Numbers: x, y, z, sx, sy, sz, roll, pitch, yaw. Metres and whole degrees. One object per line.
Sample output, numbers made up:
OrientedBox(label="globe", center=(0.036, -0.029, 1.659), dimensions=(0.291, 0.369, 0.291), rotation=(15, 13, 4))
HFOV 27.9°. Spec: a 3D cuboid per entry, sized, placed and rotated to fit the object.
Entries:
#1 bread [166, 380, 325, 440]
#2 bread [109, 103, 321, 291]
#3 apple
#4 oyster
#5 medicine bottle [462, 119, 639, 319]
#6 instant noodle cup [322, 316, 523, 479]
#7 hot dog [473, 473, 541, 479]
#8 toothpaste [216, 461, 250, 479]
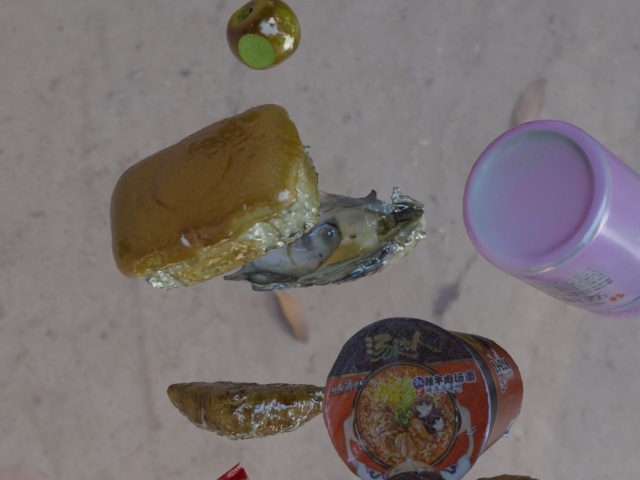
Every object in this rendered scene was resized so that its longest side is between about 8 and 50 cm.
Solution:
OrientedBox(label="bread", center=(-0.097, 0.233, 1.764), dimensions=(0.233, 0.105, 0.076), rotation=(-1, 93, 5))
OrientedBox(label="bread", center=(-0.118, -0.044, 1.434), dimensions=(0.246, 0.174, 0.121), rotation=(-20, 130, 16))
OrientedBox(label="apple", center=(-0.088, -0.319, 1.963), dimensions=(0.102, 0.114, 0.099), rotation=(57, 38, -33))
OrientedBox(label="oyster", center=(0.001, 0.007, 2.027), dimensions=(0.275, 0.271, 0.100), rotation=(-52, 153, -21))
OrientedBox(label="medicine bottle", center=(0.304, -0.015, 1.496), dimensions=(0.291, 0.178, 0.178), rotation=(24, 87, -54))
OrientedBox(label="instant noodle cup", center=(0.086, 0.114, 0.932), dimensions=(0.136, 0.127, 0.127), rotation=(2, 103, -63))
OrientedBox(label="hot dog", center=(0.340, 0.508, 2.109), dimensions=(0.267, 0.388, 0.174), rotation=(74, 23, -48))
OrientedBox(label="toothpaste", center=(-0.087, 0.427, 1.944), dimensions=(0.048, 0.031, 0.190), rotation=(-34, 93, -25))
